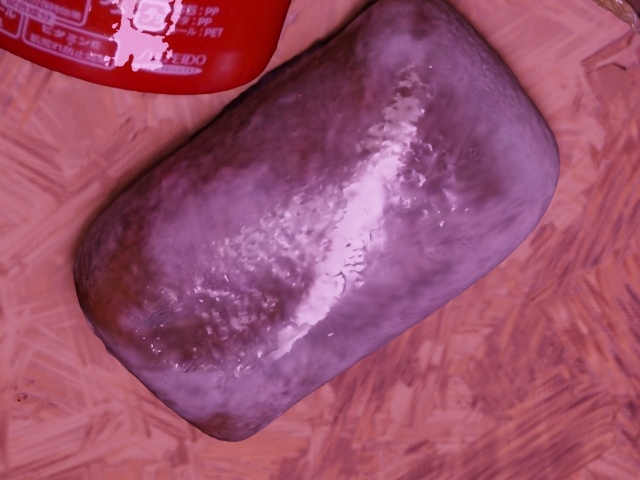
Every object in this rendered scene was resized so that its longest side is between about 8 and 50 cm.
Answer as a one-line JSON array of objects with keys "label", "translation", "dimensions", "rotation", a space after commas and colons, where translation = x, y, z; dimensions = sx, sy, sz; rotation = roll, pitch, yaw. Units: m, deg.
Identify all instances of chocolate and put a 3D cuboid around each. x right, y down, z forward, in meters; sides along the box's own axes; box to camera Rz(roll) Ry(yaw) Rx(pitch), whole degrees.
[{"label": "chocolate", "translation": [0.000, 0.000, 1.131], "dimensions": [0.303, 0.100, 0.185], "rotation": [-38, 112, 10]}]

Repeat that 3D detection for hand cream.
[{"label": "hand cream", "translation": [-0.099, -0.168, 0.973], "dimensions": [0.193, 0.193, 0.125], "rotation": [13, 117, -13]}]

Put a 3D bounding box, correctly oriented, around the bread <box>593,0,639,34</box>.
[{"label": "bread", "translation": [0.152, -0.195, 1.019], "dimensions": [0.127, 0.147, 0.152], "rotation": [-28, 125, -6]}]
